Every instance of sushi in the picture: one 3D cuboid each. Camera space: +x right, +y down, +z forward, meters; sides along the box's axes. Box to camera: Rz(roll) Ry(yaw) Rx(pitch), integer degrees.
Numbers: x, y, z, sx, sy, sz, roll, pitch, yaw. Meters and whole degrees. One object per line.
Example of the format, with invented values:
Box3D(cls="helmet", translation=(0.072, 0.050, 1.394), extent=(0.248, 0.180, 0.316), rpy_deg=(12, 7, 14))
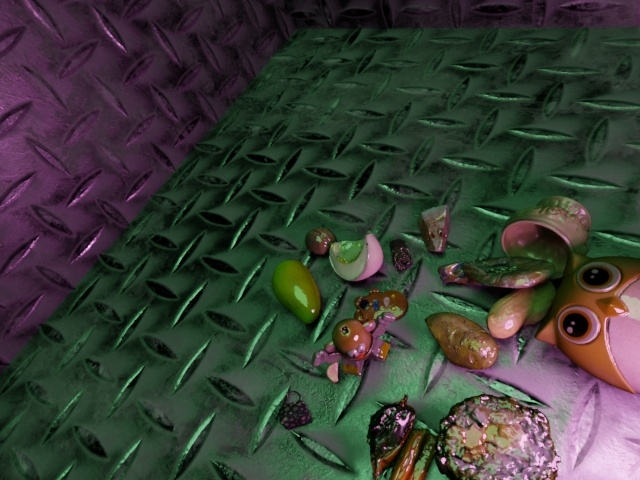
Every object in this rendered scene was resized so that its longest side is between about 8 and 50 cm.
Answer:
Box3D(cls="sushi", translation=(0.553, 0.646, 1.341), extent=(0.352, 0.178, 0.293), rpy_deg=(4, 56, 24))
Box3D(cls="sushi", translation=(0.227, 0.670, 1.482), extent=(0.149, 0.140, 0.287), rpy_deg=(30, 70, 29))

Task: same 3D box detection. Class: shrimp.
Box3D(cls="shrimp", translation=(0.660, 0.133, 1.629), extent=(0.221, 0.109, 0.446), rpy_deg=(-27, 13, -39))

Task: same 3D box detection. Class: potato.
Box3D(cls="potato", translation=(0.517, 0.371, 1.586), extent=(0.176, 0.141, 0.298), rpy_deg=(-45, 42, -15))

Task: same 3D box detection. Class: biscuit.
Box3D(cls="biscuit", translation=(0.257, 0.283, 1.825), extent=(0.237, 0.039, 0.179), rpy_deg=(-10, 51, 14))

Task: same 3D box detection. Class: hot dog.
Box3D(cls="hot dog", translation=(0.308, 0.757, 1.415), extent=(0.115, 0.072, 0.269), rpy_deg=(38, 66, 0))

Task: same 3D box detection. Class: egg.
Box3D(cls="egg", translation=(0.188, 0.079, 1.924), extent=(0.271, 0.162, 0.206), rpy_deg=(-29, 67, 49))

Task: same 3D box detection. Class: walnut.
Box3D(cls="walnut", translation=(0.000, 0.001, 2.076), extent=(0.162, 0.140, 0.140), rpy_deg=(33, 73, 27))

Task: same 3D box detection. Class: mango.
Box3D(cls="mango", translation=(-0.108, 0.234, 1.934), extent=(0.192, 0.156, 0.343), rpy_deg=(-32, 51, 0))

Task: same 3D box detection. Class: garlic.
Box3D(cls="garlic", translation=(0.049, 0.537, 1.724), extent=(0.053, 0.041, 0.083), rpy_deg=(-5, 61, 3))

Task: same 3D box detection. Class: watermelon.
Box3D(cls="watermelon", translation=(0.519, -0.042, 1.928), extent=(0.154, 0.094, 0.241), rpy_deg=(-14, 54, 23))

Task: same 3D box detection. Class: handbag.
Box3D(cls="handbag", translation=(-0.109, 0.660, 1.680), extent=(0.115, 0.072, 0.139), rpy_deg=(-23, 46, 8))

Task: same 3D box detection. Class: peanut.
Box3D(cls="peanut", translation=(0.741, 0.252, 1.558), extent=(0.319, 0.147, 0.147), rpy_deg=(-33, 49, -18))

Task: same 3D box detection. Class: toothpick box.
Box3D(cls="toothpick box", translation=(0.944, 0.248, 1.314), extent=(0.426, 0.408, 0.408), rpy_deg=(22, 67, 36))

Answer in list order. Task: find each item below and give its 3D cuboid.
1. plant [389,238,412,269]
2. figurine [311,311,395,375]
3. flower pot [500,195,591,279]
Box3D(cls="plant", translation=(0.361, 0.062, 1.910), extent=(0.095, 0.092, 0.143), rpy_deg=(-11, 46, 5))
Box3D(cls="figurine", translation=(0.133, 0.394, 1.632), extent=(0.342, 0.284, 0.167), rpy_deg=(-45, 50, -15))
Box3D(cls="flower pot", translation=(0.881, -0.029, 1.630), extent=(0.308, 0.307, 0.244), rpy_deg=(28, 55, 36))
